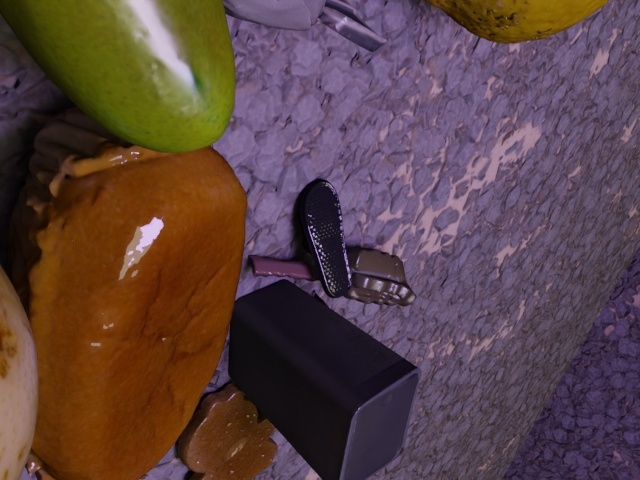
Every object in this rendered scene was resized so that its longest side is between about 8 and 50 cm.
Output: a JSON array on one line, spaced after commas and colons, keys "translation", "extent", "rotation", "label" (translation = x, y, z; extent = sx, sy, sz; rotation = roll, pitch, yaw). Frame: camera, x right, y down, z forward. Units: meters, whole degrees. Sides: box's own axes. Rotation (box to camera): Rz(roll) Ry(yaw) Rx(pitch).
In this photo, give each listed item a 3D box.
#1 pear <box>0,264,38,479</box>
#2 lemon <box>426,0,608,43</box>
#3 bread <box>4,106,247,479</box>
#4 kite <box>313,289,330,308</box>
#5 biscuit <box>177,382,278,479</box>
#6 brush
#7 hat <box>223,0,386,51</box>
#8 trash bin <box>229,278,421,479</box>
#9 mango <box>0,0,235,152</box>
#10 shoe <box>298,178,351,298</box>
[{"translation": [-0.331, 0.088, 0.391], "extent": [0.309, 0.309, 0.309], "rotation": [-29, 136, -32], "label": "pear"}, {"translation": [0.233, -0.358, 0.706], "extent": [0.310, 0.258, 0.258], "rotation": [-42, 142, -11], "label": "lemon"}, {"translation": [-0.189, 0.071, 0.623], "extent": [0.236, 0.183, 0.388], "rotation": [-21, 132, -41], "label": "bread"}, {"translation": [0.004, 0.151, 0.968], "extent": [0.010, 0.159, 0.190], "rotation": [-7, 168, -26], "label": "kite"}, {"translation": [-0.140, 0.302, 0.985], "extent": [0.166, 0.036, 0.225], "rotation": [-42, 139, -18], "label": "biscuit"}, {"translation": [0.024, 0.046, 0.939], "extent": [0.301, 0.084, 0.071], "rotation": [11, 134, -42], "label": "brush"}, {"translation": [-0.028, -0.282, 0.571], "extent": [0.275, 0.161, 0.232], "rotation": [-31, 123, -65], "label": "hat"}, {"translation": [-0.006, 0.178, 0.864], "extent": [0.122, 0.240, 0.164], "rotation": [-22, 134, -37], "label": "trash bin"}, {"translation": [-0.153, -0.191, 0.445], "extent": [0.149, 0.185, 0.273], "rotation": [-29, 125, -22], "label": "mango"}, {"translation": [0.000, 0.000, 0.885], "extent": [0.062, 0.053, 0.159], "rotation": [-19, 99, -30], "label": "shoe"}]
